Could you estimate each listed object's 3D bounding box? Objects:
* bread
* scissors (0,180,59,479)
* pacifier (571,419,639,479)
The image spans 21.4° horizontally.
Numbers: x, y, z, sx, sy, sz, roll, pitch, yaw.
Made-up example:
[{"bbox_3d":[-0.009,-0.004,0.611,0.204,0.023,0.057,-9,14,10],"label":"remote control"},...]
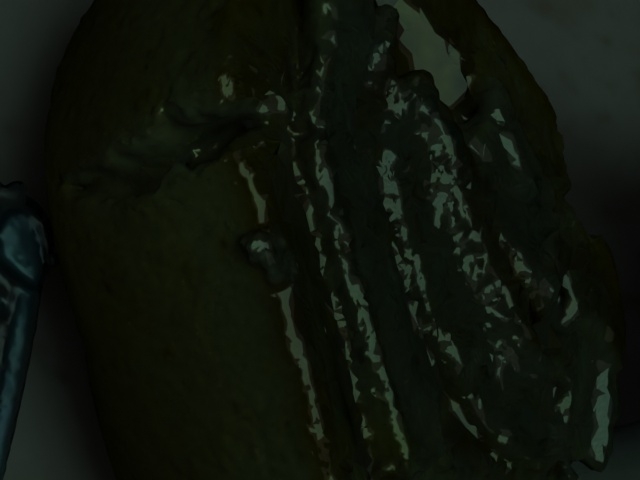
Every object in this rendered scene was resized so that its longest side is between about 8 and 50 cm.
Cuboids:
[{"bbox_3d":[0.000,0.000,0.607,0.186,0.124,0.257,-32,104,-43],"label":"bread"},{"bbox_3d":[-0.156,0.164,0.537,0.180,0.032,0.392,22,72,-30],"label":"scissors"},{"bbox_3d":[0.170,0.084,0.704,0.233,0.244,0.299,-27,110,-3],"label":"pacifier"}]
